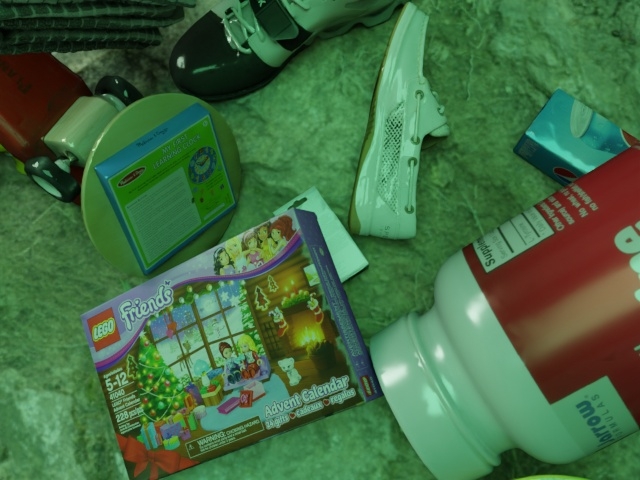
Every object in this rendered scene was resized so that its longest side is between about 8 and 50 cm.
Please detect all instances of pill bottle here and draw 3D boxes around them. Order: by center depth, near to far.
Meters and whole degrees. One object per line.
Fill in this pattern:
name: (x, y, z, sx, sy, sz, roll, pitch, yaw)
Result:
pill bottle: (0.261, 0.065, 0.682, 0.407, 0.229, 0.229, -33, 78, 13)

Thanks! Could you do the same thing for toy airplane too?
toy airplane: (-0.399, -0.197, 0.772, 0.386, 0.272, 0.385, -7, 90, -32)

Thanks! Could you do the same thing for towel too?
towel: (-0.263, -0.289, 0.660, 0.235, 0.283, 0.121, 50, 120, 6)

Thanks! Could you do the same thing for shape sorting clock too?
shape sorting clock: (-0.168, -0.058, 0.780, 0.040, 0.206, 0.206, 23, 79, 36)

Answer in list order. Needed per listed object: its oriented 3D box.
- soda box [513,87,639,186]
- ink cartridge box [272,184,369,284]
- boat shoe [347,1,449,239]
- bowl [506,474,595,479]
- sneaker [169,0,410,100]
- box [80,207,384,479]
soda box: (0.333, -0.080, 0.818, 0.210, 0.067, 0.071, 36, 82, 8)
ink cartridge box: (0.000, 0.000, 0.836, 0.062, 0.029, 0.115, -33, 78, -4)
boat shoe: (0.102, -0.135, 0.829, 0.096, 0.098, 0.277, 11, 87, 3)
bowl: (0.215, 0.367, 0.685, 0.289, 0.156, 0.290, -1, 78, 3)
sneaker: (-0.041, -0.287, 0.840, 0.330, 0.146, 0.122, -30, 80, -2)
box: (-0.103, 0.117, 0.747, 0.293, 0.057, 0.201, -26, 77, 21)
